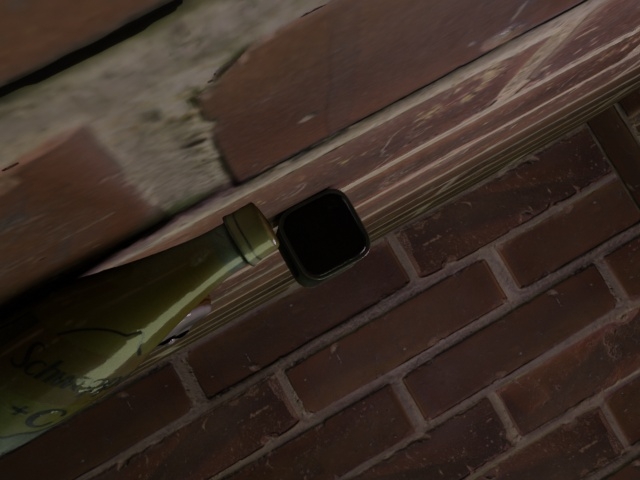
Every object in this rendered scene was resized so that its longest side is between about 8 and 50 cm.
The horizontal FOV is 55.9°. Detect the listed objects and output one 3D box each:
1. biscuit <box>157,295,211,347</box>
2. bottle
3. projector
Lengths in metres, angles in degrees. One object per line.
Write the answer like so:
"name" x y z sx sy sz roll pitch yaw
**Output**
"biscuit" -0.249 0.139 0.881 0.208 0.049 0.181 -30 176 20
"bottle" -0.150 0.058 0.418 0.270 0.083 0.083 -33 175 2
"projector" 0.000 0.000 0.667 0.083 0.083 0.082 -28 175 -11
